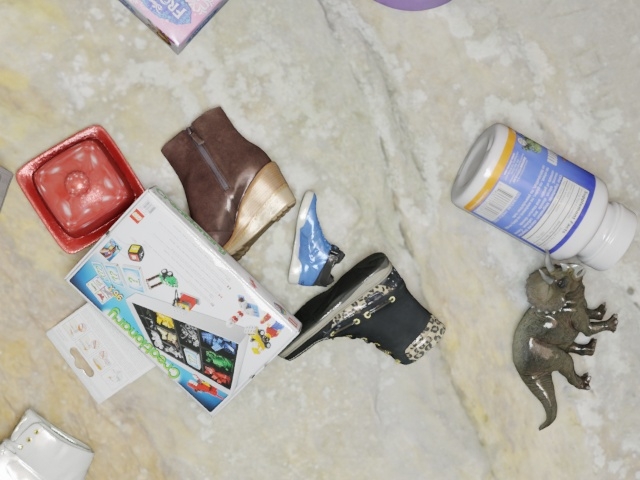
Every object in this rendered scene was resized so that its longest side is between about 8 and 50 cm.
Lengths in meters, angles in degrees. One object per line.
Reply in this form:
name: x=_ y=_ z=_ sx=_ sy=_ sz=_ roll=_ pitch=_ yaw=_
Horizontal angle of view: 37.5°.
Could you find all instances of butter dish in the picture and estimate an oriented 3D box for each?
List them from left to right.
butter dish: x=-0.361 y=-0.081 z=1.420 sx=0.160 sy=0.118 sz=0.160 roll=-33 pitch=93 yaw=-9

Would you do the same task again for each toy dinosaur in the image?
toy dinosaur: x=0.380 y=0.155 z=1.539 sx=0.160 sy=0.121 sz=0.313 roll=15 pitch=115 yaw=-2

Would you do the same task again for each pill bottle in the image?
pill bottle: x=0.361 y=-0.062 z=1.511 sx=0.272 sy=0.152 sz=0.152 roll=28 pitch=85 yaw=-7

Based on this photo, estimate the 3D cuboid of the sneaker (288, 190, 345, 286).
sneaker: x=0.000 y=0.000 z=1.501 sx=0.085 sy=0.058 sz=0.152 roll=9 pitch=92 yaw=-2

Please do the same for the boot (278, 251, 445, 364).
boot: x=0.064 y=0.150 z=1.492 sx=0.236 sy=0.085 sz=0.178 roll=-40 pitch=112 yaw=12

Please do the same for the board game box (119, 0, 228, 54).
board game box: x=-0.236 y=-0.516 z=1.476 sx=0.319 sy=0.066 sz=0.318 roll=41 pitch=83 yaw=-5

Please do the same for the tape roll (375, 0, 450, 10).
tape roll: x=0.154 y=-0.518 z=1.524 sx=0.275 sy=0.090 sz=0.274 roll=0 pitch=88 yaw=-9

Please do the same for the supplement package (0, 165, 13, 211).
supplement package: x=-0.617 y=-0.050 z=1.368 sx=0.262 sy=0.145 sz=0.203 roll=17 pitch=86 yaw=-7

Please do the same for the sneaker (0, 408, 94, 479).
sneaker: x=-0.489 y=0.320 z=1.404 sx=0.293 sy=0.108 sz=0.169 roll=22 pitch=84 yaw=-17

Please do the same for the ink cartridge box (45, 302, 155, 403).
ink cartridge box: x=-0.312 y=0.148 z=1.471 sx=0.179 sy=0.045 sz=0.145 roll=-35 pitch=94 yaw=10

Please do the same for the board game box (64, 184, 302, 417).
board game box: x=-0.203 y=0.092 z=1.404 sx=0.305 sy=0.053 sz=0.193 roll=44 pitch=101 yaw=-5

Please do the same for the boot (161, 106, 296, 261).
boot: x=-0.184 y=-0.063 z=1.481 sx=0.248 sy=0.090 sz=0.207 roll=-42 pitch=80 yaw=-3
